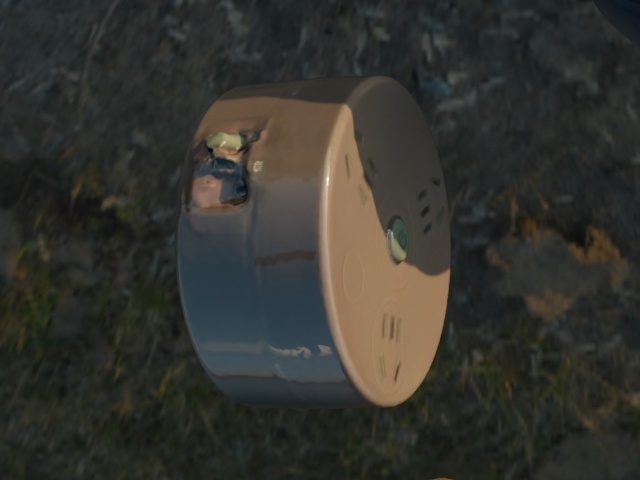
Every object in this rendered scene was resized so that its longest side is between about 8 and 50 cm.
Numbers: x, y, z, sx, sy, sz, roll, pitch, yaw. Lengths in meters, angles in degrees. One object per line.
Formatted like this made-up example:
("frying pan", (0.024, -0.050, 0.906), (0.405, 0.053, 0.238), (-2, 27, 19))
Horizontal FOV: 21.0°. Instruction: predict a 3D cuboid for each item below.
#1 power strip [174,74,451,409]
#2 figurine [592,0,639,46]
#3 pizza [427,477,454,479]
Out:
("power strip", (0.000, 0.000, 0.776), (0.078, 0.154, 0.154), (-1, 117, 24))
("figurine", (0.204, -0.195, 0.739), (0.265, 0.175, 0.197), (-51, 136, -18))
("pizza", (0.021, 0.219, 0.800), (0.081, 0.289, 0.228), (13, 88, 13))
